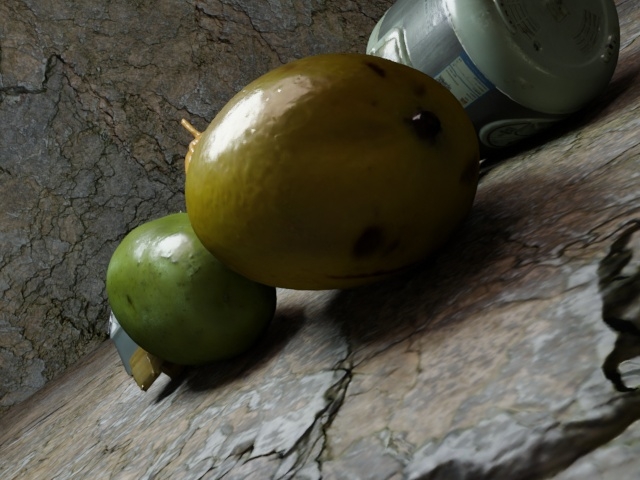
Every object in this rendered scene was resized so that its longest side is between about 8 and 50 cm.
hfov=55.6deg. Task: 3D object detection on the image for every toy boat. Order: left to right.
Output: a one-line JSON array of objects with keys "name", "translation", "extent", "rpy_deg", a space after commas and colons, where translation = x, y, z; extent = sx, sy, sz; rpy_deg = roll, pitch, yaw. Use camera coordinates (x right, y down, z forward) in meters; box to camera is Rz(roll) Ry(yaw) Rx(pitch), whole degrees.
[{"name": "toy boat", "translation": [-0.232, 0.168, 0.930], "extent": [0.057, 0.077, 0.200], "rpy_deg": [-51, 6, 14]}]

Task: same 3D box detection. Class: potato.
[{"name": "potato", "translation": [-0.171, 0.064, 0.807], "extent": [0.216, 0.216, 0.304], "rpy_deg": [-37, 21, -16]}]

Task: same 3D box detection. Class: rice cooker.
[{"name": "rice cooker", "translation": [0.221, -0.258, 0.834], "extent": [0.288, 0.288, 0.277], "rpy_deg": [-39, 6, -29]}]

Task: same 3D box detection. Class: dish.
[{"name": "dish", "translation": [-0.377, 0.128, 1.247], "extent": [0.182, 0.080, 0.243], "rpy_deg": [-47, 36, 33]}]

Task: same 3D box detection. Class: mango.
[{"name": "mango", "translation": [0.010, -0.058, 0.678], "extent": [0.301, 0.220, 0.445], "rpy_deg": [-15, -2, -5]}]

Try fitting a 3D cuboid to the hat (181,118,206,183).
[{"name": "hat", "translation": [-0.242, -0.164, 1.338], "extent": [0.244, 0.233, 0.233], "rpy_deg": [-35, 9, 1]}]
